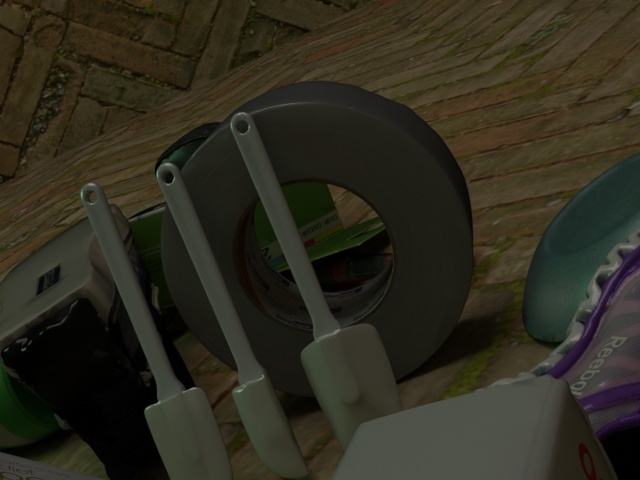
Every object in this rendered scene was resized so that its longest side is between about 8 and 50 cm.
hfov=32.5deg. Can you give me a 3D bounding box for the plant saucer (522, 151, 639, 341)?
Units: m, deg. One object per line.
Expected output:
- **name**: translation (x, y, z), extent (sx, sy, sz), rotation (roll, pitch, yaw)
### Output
- **plant saucer**: translation (0.204, -0.013, 0.747), extent (0.195, 0.037, 0.195), rotation (-41, 11, 10)

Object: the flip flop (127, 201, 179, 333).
- **flip flop**: translation (-0.171, 0.036, 1.206), extent (0.112, 0.080, 0.277), rotation (-17, 33, 13)

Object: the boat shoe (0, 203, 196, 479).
- **boat shoe**: translation (-0.181, 0.082, 0.922), extent (0.127, 0.158, 0.340), rotation (-32, 16, 3)

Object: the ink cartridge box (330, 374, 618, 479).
- **ink cartridge box**: translation (0.049, 0.165, 0.330), extent (0.093, 0.154, 0.212), rotation (-18, 20, 30)

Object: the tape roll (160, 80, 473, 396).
- **tape roll**: translation (0.000, 0.000, 0.788), extent (0.219, 0.219, 0.072), rotation (-22, 15, 15)

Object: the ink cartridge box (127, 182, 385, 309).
- **ink cartridge box**: translation (-0.036, -0.029, 1.067), extent (0.255, 0.097, 0.189), rotation (-19, 6, 34)

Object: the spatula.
- **spatula**: translation (-0.058, 0.047, 0.727), extent (0.168, 0.242, 0.019), rotation (-24, -8, 16)

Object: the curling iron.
- **curling iron**: translation (0.035, 0.025, 0.995), extent (0.068, 0.035, 0.274), rotation (-12, -1, -40)

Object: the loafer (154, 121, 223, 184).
- **loafer**: translation (-0.106, -0.090, 1.123), extent (0.170, 0.062, 0.061), rotation (-20, 10, 27)

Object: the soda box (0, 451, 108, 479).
- **soda box**: translation (-0.192, 0.161, 0.615), extent (0.074, 0.216, 0.069), rotation (-69, 22, 0)

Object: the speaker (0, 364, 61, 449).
- **speaker**: translation (-0.371, 0.157, 1.039), extent (0.297, 0.131, 0.131), rotation (-18, 18, 25)

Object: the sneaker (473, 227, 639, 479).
- **sneaker**: translation (0.165, 0.078, 0.553), extent (0.236, 0.095, 0.104), rotation (-40, 27, -25)
